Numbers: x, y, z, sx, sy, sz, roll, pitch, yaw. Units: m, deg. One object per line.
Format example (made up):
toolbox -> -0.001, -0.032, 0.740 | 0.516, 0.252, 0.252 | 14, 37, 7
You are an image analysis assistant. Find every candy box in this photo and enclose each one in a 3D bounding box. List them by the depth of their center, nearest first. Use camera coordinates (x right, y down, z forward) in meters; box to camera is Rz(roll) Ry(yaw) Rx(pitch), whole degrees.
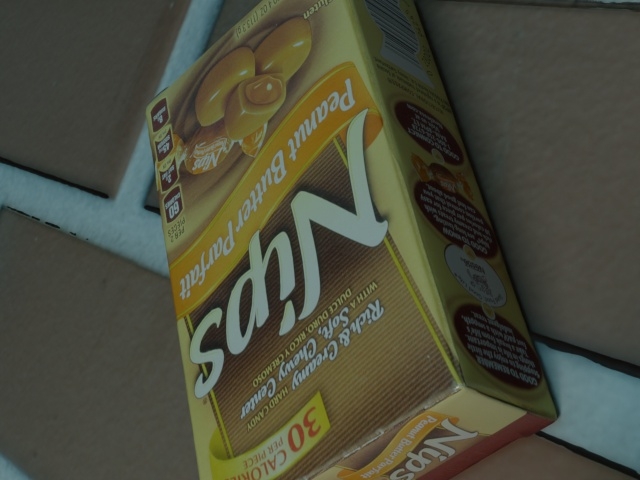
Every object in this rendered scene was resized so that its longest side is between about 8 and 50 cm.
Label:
candy box -> 0.000, 0.000, 0.706 | 0.183, 0.087, 0.317 | -37, 48, 30
